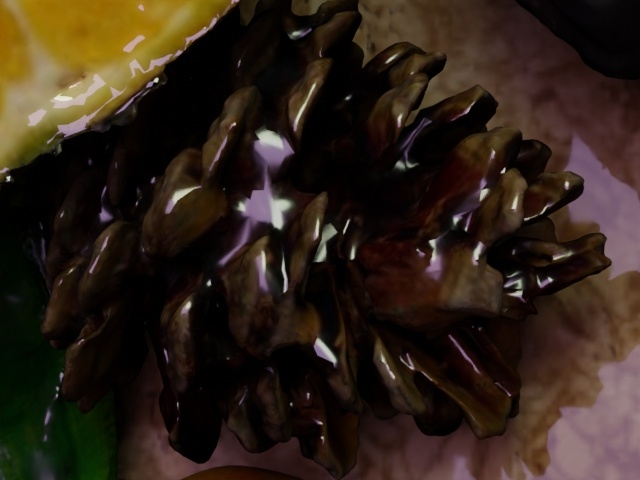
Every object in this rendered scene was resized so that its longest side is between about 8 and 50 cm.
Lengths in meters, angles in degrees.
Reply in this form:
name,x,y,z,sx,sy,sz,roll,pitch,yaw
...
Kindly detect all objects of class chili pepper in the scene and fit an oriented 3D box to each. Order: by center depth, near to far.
name,x,y,z,sx,sy,sz,roll,pitch,yaw
chili pepper,-0.125,0.058,0.823,0.108,0.062,0.216,-19,72,37

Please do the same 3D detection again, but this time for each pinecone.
name,x,y,z,sx,sy,sz,roll,pitch,yaw
pinecone,-0.004,0.003,0.742,0.204,0.179,0.184,32,110,5

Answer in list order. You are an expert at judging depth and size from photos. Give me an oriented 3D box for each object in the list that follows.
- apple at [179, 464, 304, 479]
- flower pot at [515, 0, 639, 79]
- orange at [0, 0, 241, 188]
name,x,y,z,sx,sy,sz,roll,pitch,yaw
apple,-0.037,0.142,0.750,0.114,0.102,0.099,-29,69,7
flower pot,0.112,-0.237,0.702,0.266,0.266,0.267,-42,73,4
orange,-0.166,-0.138,0.645,0.274,0.274,0.310,36,66,22
